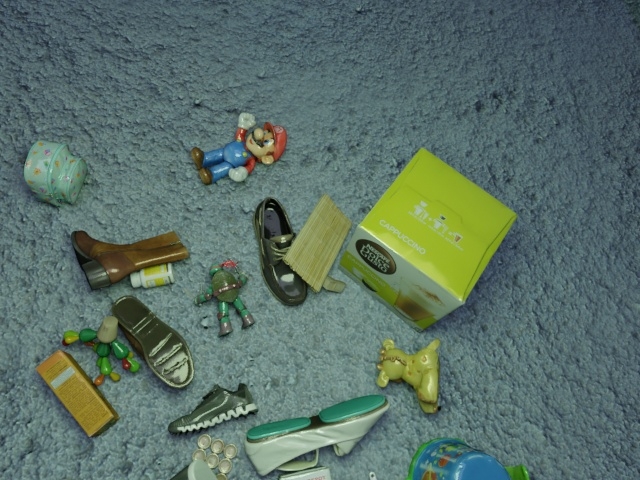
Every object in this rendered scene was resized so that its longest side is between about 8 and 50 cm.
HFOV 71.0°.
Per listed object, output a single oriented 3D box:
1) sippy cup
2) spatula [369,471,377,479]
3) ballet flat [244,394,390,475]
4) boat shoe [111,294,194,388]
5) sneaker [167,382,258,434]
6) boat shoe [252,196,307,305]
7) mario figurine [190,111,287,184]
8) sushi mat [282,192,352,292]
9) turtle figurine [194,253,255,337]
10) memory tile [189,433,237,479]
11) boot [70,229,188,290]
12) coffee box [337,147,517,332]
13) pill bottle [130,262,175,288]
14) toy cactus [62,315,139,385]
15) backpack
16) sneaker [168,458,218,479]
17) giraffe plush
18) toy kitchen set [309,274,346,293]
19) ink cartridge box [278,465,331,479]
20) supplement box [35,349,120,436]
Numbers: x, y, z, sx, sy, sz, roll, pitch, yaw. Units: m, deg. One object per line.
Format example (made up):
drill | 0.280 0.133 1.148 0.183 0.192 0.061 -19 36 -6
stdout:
sippy cup | 0.368 0.629 1.144 0.305 0.224 0.240 -39 78 -22
spatula | 0.117 0.748 1.169 0.168 0.019 0.242 -14 69 -9
ballet flat | 0.001 0.524 1.199 0.399 0.139 0.139 -12 69 -9
boat shoe | -0.451 0.282 1.236 0.110 0.104 0.307 -34 74 -29
sneaker | -0.292 0.447 1.204 0.234 0.078 0.106 -12 66 -18
boat shoe | -0.131 0.026 1.377 0.132 0.130 0.356 -17 70 -15
mario figurine | -0.262 -0.310 1.476 0.320 0.170 0.198 -25 107 -10
sushi mat | 0.000 0.000 1.391 0.151 0.019 0.317 49 47 -22
turtle figurine | -0.283 0.153 1.313 0.175 0.118 0.234 -19 77 -16
memory tile | -0.290 0.596 1.172 0.113 0.012 0.148 19 65 0
boot | -0.567 0.012 1.327 0.280 0.096 0.264 -22 36 -30
coffee box | 0.300 0.008 1.340 0.337 0.334 0.338 37 66 8
pill bottle | -0.494 0.105 1.322 0.116 0.065 0.065 -11 69 -14
toy cactus | -0.578 0.276 1.180 0.218 0.181 0.112 32 30 7
backpack | -0.793 -0.204 1.342 0.144 0.188 0.166 12 65 -4
sneaker | -0.292 0.691 1.093 0.146 0.104 0.296 -27 92 10
giraffe plush | 0.250 0.371 1.279 0.170 0.211 0.181 2 32 18
toy kitchen set | 0.017 0.138 1.412 0.083 0.075 0.068 40 105 44
ink cartridge box | -0.031 0.669 1.116 0.128 0.127 0.176 -6 68 -10
supplement box | -0.630 0.398 1.169 0.233 0.078 0.080 42 67 11
